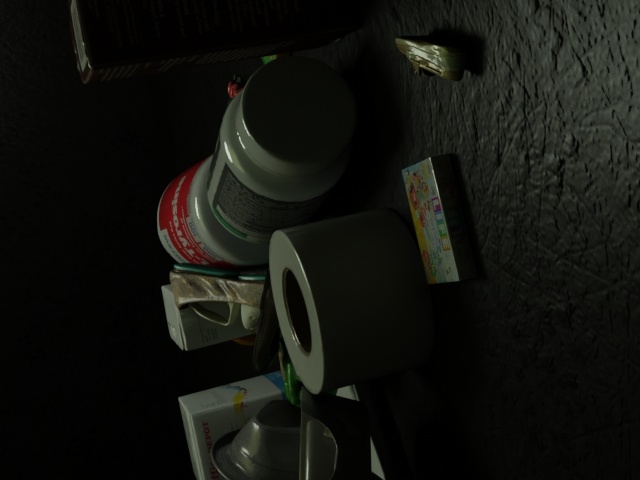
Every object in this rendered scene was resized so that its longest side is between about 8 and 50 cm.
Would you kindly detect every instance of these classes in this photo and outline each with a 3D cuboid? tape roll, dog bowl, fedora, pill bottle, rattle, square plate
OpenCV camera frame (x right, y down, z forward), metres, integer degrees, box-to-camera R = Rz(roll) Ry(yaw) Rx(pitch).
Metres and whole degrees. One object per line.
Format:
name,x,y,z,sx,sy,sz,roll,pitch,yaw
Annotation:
tape roll,0.041,0.086,1.406,0.246,0.169,0.246,167,90,-75
dog bowl,0.016,0.392,1.424,0.349,0.102,0.348,-179,90,-90
fedora,-0.075,0.407,1.967,0.244,0.276,0.124,35,114,48
pill bottle,-0.065,-0.135,1.536,0.361,0.204,0.204,127,129,-70
rattle,-0.096,0.271,2.028,0.199,0.143,0.130,79,173,-46
pill bottle,-0.192,-0.051,1.914,0.408,0.229,0.228,-14,88,66
square plate,0.049,0.309,1.776,0.347,0.049,0.343,119,137,-67

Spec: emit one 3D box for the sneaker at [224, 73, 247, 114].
sneaker,-0.118,-0.226,1.805,0.276,0.098,0.135,-137,57,-67

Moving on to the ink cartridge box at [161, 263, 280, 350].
ink cartridge box,-0.170,0.124,1.970,0.201,0.278,0.117,-171,69,-73

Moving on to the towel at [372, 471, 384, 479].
towel,0.124,0.470,1.568,0.144,0.029,0.197,20,134,61

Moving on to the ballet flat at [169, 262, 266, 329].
ballet flat,-0.141,0.104,1.750,0.316,0.108,0.106,5,93,36

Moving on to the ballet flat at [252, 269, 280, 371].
ballet flat,-0.078,0.143,1.638,0.249,0.058,0.084,101,178,-45

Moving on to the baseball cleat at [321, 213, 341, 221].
baseball cleat,0.000,0.000,1.662,0.205,0.072,0.109,101,151,-54

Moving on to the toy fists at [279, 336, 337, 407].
toy fists,-0.012,0.202,1.647,0.279,0.096,0.142,115,141,-59

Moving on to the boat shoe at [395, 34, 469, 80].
boat shoe,0.123,-0.209,1.103,0.135,0.050,0.045,-138,43,-64

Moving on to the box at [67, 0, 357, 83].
box,-0.161,-0.328,1.391,0.191,0.382,0.143,-171,72,-73

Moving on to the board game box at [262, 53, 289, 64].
board game box,-0.079,-0.399,1.693,0.259,0.039,0.124,114,141,-61

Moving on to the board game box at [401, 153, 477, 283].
board game box,0.147,-0.024,1.209,0.103,0.026,0.154,161,96,-74

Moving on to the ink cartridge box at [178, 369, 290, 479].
ink cartridge box,-0.167,0.438,2.220,0.197,0.270,0.198,-167,66,-73
